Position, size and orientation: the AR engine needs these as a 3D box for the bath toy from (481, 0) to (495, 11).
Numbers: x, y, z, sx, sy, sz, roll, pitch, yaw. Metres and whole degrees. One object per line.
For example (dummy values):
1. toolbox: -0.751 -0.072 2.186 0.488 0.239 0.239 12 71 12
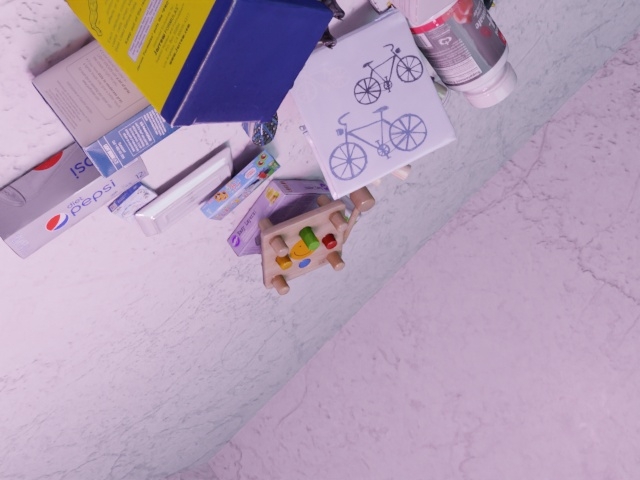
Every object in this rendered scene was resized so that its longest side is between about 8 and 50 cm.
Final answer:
1. bath toy: 0.400 -0.648 1.773 0.151 0.129 0.348 -19 149 -46

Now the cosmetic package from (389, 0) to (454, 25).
1. cosmetic package: 0.103 -0.533 1.131 0.197 0.365 0.155 -35 157 -10

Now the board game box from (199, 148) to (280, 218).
1. board game box: -0.195 -0.133 1.825 0.211 0.039 0.160 -41 178 2

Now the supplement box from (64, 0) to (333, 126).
1. supplement box: -0.192 -0.341 1.002 0.194 0.356 0.195 -13 146 -51

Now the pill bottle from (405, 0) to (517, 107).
1. pill bottle: 0.334 -0.467 1.746 0.176 0.176 0.318 -43 123 4

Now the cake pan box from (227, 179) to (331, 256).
1. cake pan box: -0.109 -0.068 2.133 0.245 0.070 0.267 -50 158 27

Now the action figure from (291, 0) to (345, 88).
1. action figure: -0.077 -0.381 1.453 0.275 0.141 0.164 -48 167 -30

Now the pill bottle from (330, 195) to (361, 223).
1. pill bottle: 0.001 -0.033 2.298 0.245 0.136 0.136 -48 159 19

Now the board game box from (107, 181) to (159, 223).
1. board game box: -0.410 -0.084 1.626 0.090 0.020 0.090 -42 160 0

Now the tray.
1. tray: -0.305 -0.105 1.727 0.270 0.030 0.145 -39 165 -13

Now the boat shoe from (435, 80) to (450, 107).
1. boat shoe: 0.272 -0.375 2.147 0.258 0.095 0.084 -43 164 2

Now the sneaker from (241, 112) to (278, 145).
1. sneaker: -0.125 -0.315 1.596 0.080 0.081 0.211 3 116 -41

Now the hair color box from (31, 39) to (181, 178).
1. hair color box: -0.267 -0.276 1.212 0.347 0.174 0.105 -37 159 -11

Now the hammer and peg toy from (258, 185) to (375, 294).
1. hammer and peg toy: 0.000 0.000 2.090 0.362 0.127 0.265 -22 146 -19

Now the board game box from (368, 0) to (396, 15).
1. board game box: 0.210 -0.629 1.574 0.305 0.053 0.193 -45 160 9

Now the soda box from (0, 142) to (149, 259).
1. soda box: -0.472 -0.096 1.377 0.286 0.098 0.091 -36 160 -12

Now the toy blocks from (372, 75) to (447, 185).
1. toy blocks: 0.122 -0.327 1.863 0.308 0.260 0.288 -64 -169 -6

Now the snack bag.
1. snack bag: 0.103 -0.307 1.671 0.323 0.342 0.037 -27 -164 -2
